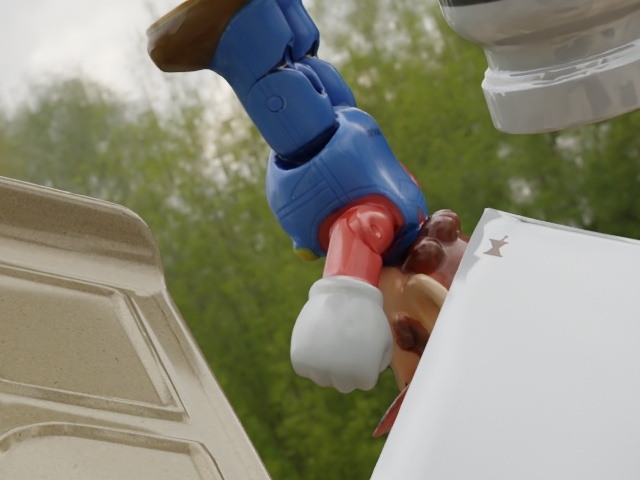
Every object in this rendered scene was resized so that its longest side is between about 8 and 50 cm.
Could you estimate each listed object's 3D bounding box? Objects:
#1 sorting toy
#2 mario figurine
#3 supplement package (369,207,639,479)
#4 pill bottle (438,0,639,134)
[{"bbox_3d":[-0.153,0.037,0.389,0.307,0.229,0.041,13,-63,-29],"label":"sorting toy"},{"bbox_3d":[0.000,0.000,0.978,0.198,0.320,0.170,-32,-3,-38],"label":"mario figurine"},{"bbox_3d":[0.167,0.127,0.684,0.261,0.204,0.145,12,-32,24],"label":"supplement package"},{"bbox_3d":[0.184,-0.288,1.352,0.210,0.363,0.210,-16,14,4],"label":"pill bottle"}]
